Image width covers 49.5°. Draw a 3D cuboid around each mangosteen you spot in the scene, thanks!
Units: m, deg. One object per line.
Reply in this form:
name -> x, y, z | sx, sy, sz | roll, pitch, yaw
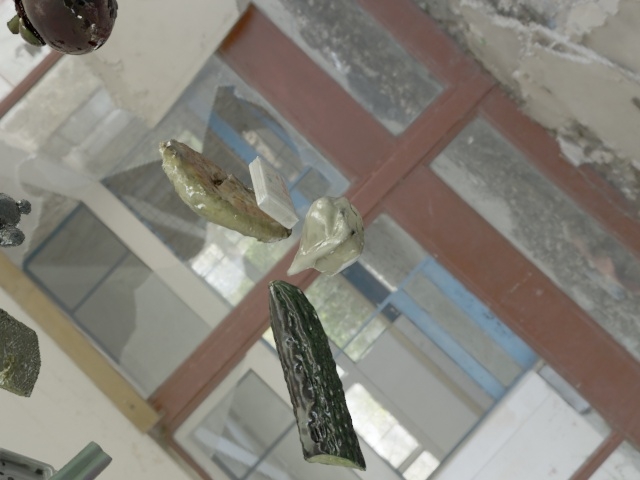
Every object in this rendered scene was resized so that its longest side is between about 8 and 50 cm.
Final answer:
mangosteen -> -0.193, -0.182, 0.523 | 0.081, 0.081, 0.081 | 43, 178, 2

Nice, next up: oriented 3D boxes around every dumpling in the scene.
dumpling -> 0.000, 0.000, 1.780 | 0.187, 0.242, 0.318 | 59, -172, 6

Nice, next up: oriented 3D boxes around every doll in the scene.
doll -> -0.822, -0.034, 1.639 | 0.340, 0.245, 0.158 | -95, 4, -70

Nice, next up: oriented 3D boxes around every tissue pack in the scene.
tissue pack -> -0.060, -0.061, 0.869 | 0.056, 0.023, 0.108 | 39, -162, -29

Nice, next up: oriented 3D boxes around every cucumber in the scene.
cucumber -> -0.011, 0.170, 0.890 | 0.077, 0.077, 0.265 | 48, -156, -63

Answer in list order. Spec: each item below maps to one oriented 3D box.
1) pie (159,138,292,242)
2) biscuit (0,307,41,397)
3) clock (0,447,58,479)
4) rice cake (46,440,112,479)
pie -> -0.211, -0.098, 1.490 | 0.339, 0.077, 0.339 | 39, -173, -6
biscuit -> -0.673, 0.247, 1.497 | 0.046, 0.147, 0.250 | 5, 155, 8
clock -> -0.822, 0.661, 1.875 | 0.262, 0.116, 0.231 | 35, -172, -30
rice cake -> -0.577, 0.558, 1.628 | 0.080, 0.042, 0.222 | 36, -156, 5
